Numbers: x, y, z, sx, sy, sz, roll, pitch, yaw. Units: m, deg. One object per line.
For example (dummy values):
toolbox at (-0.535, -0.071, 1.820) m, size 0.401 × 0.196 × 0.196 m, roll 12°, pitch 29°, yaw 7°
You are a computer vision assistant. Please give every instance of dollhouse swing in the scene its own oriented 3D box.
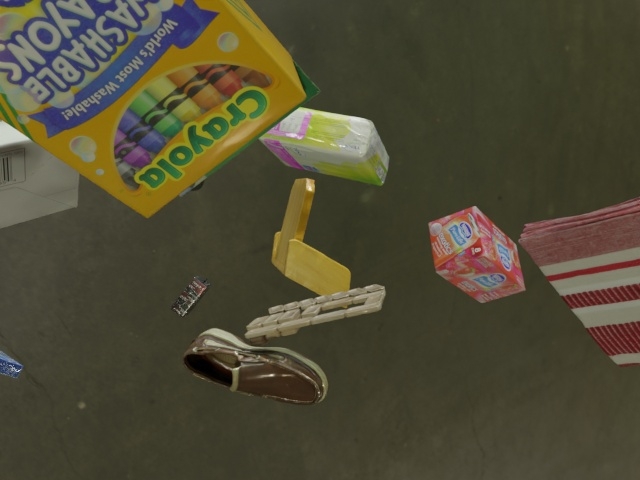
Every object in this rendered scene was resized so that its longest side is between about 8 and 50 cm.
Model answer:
dollhouse swing at (0.000, 0.000, 2.010) m, size 0.315 × 0.347 × 0.305 m, roll 29°, pitch 88°, yaw -12°

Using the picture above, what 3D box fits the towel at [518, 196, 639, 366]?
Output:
towel at (0.446, 0.062, 0.803) m, size 0.329 × 0.237 × 0.037 m, roll 45°, pitch 49°, yaw -29°

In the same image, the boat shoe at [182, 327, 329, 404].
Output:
boat shoe at (-0.116, 0.226, 1.010) m, size 0.095 × 0.257 × 0.095 m, roll -29°, pitch 125°, yaw -60°

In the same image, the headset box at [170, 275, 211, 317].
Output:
headset box at (-0.246, 0.104, 1.170) m, size 0.032 × 0.062 × 0.083 m, roll 40°, pitch 89°, yaw 0°

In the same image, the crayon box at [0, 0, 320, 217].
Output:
crayon box at (-0.159, -0.152, 0.518) m, size 0.203 × 0.083 × 0.323 m, roll -34°, pitch 135°, yaw 16°

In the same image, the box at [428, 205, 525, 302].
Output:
box at (0.367, 0.040, 1.411) m, size 0.256 × 0.122 × 0.128 m, roll 31°, pitch 48°, yaw -46°

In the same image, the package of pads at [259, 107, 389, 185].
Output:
package of pads at (0.010, -0.240, 1.513) m, size 0.229 × 0.296 × 0.101 m, roll 40°, pitch 65°, yaw -69°

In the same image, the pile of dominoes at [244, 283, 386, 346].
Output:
pile of dominoes at (-0.001, 0.135, 1.068) m, size 0.196 × 0.251 × 0.040 m, roll -34°, pitch 110°, yaw -75°

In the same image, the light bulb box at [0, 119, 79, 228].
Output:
light bulb box at (-0.664, -0.205, 1.053) m, size 0.357 × 0.225 × 0.361 m, roll -23°, pitch 67°, yaw -36°

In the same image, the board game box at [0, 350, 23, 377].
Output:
board game box at (-0.447, 0.142, 0.784) m, size 0.020 × 0.090 × 0.090 m, roll -63°, pitch 150°, yaw -15°

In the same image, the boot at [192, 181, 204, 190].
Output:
boot at (-0.377, -0.207, 1.463) m, size 0.083 × 0.246 × 0.161 m, roll 104°, pitch -4°, yaw -47°
